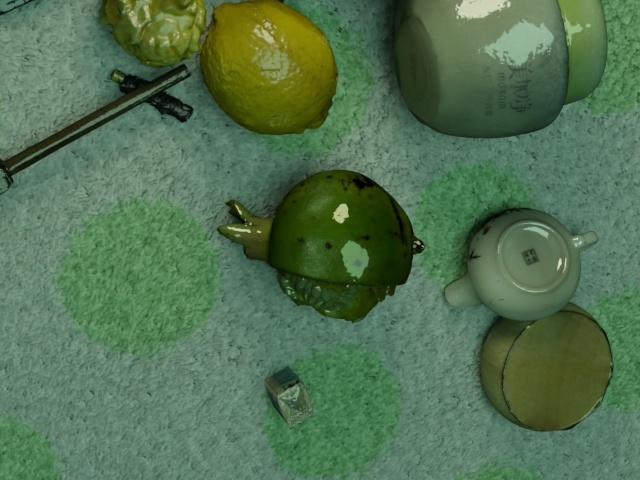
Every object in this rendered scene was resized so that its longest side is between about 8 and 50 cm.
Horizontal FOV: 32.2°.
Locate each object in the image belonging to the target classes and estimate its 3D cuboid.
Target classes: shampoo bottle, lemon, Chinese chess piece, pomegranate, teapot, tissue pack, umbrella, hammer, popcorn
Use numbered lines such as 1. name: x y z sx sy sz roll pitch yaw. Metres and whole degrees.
1. shampoo bottle: 0.283 -0.328 1.825 0.317 0.322 0.323 -13 106 -6
2. lemon: -0.080 -0.274 1.773 0.260 0.204 0.204 42 86 -29
3. Chinese chess piece: 0.430 0.237 2.116 0.257 0.104 0.257 -4 103 -19
4. pomegranate: 0.000 0.000 1.847 0.340 0.260 0.261 13 98 3
5. teapot: 0.387 0.043 2.042 0.299 0.166 0.208 -15 65 -23
6. tissue pack: -0.056 0.276 1.956 0.058 0.094 0.074 -24 107 -12
7. umbrella: -0.274 -0.235 1.798 0.144 0.040 0.037 27 104 -22
8. hammer: -0.366 -0.181 1.730 0.365 0.111 0.043 -31 109 -8
9. popcorn: -0.240 -0.368 1.714 0.168 0.173 0.195 42 91 20

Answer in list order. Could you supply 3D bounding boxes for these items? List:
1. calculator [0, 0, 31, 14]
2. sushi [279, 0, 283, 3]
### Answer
1. calculator: -0.448 -0.505 1.666 0.248 0.058 0.274 -27 109 -14
2. sushi: -0.105 -0.434 1.806 0.120 0.052 0.055 33 90 -22
